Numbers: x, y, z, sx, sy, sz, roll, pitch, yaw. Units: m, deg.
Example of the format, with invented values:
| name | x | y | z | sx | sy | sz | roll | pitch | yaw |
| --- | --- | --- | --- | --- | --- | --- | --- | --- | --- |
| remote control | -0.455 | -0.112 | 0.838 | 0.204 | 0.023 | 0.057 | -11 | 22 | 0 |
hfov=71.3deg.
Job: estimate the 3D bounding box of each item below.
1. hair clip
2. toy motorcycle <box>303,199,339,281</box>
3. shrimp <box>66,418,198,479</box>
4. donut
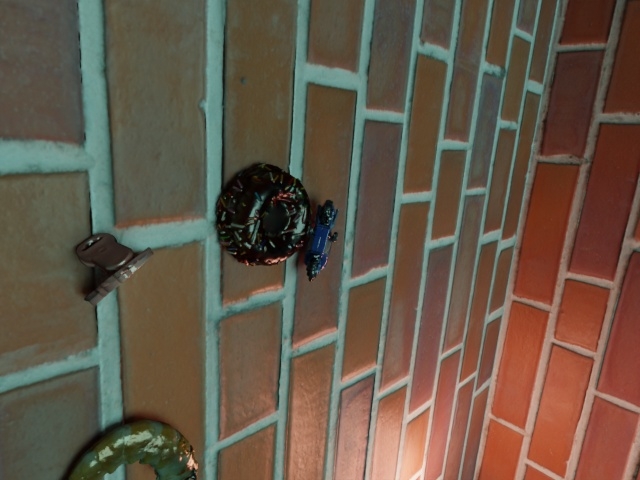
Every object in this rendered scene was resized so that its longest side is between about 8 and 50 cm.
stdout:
| name | x | y | z | sx | sy | sz | roll | pitch | yaw |
| --- | --- | --- | --- | --- | --- | --- | --- | --- | --- |
| hair clip | -0.327 | 0.052 | 0.734 | 0.123 | 0.138 | 0.102 | -52 | 140 | -33 |
| toy motorcycle | 0.000 | 0.000 | 1.103 | 0.114 | 0.076 | 0.205 | 76 | 28 | -89 |
| shrimp | -0.375 | 0.441 | 0.857 | 0.287 | 0.068 | 0.185 | -17 | 113 | -41 |
| donut | -0.110 | -0.046 | 0.972 | 0.235 | 0.089 | 0.235 | -20 | 118 | -43 |
